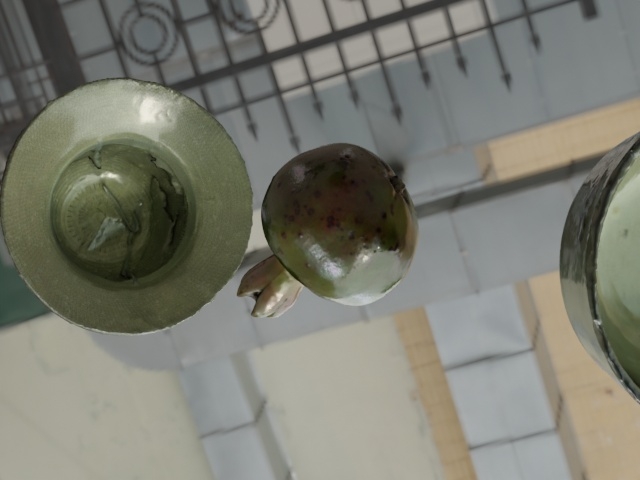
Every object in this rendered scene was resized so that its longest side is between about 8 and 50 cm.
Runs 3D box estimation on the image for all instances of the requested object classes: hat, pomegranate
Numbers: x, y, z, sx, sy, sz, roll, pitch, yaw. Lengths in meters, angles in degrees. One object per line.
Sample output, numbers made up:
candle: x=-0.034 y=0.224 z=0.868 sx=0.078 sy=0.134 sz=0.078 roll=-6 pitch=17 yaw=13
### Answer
hat: x=-0.208 y=-0.030 z=1.204 sx=0.257 sy=0.257 sz=0.130 roll=-23 pitch=-174 yaw=-25
pomegranate: x=0.000 y=0.000 z=0.810 sx=0.142 sy=0.114 sz=0.114 roll=-40 pitch=-178 yaw=21

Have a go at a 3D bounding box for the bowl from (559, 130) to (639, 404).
bowl: x=0.239 y=0.014 z=0.744 sx=0.211 sy=0.211 sz=0.112 roll=-20 pitch=-174 yaw=-13
